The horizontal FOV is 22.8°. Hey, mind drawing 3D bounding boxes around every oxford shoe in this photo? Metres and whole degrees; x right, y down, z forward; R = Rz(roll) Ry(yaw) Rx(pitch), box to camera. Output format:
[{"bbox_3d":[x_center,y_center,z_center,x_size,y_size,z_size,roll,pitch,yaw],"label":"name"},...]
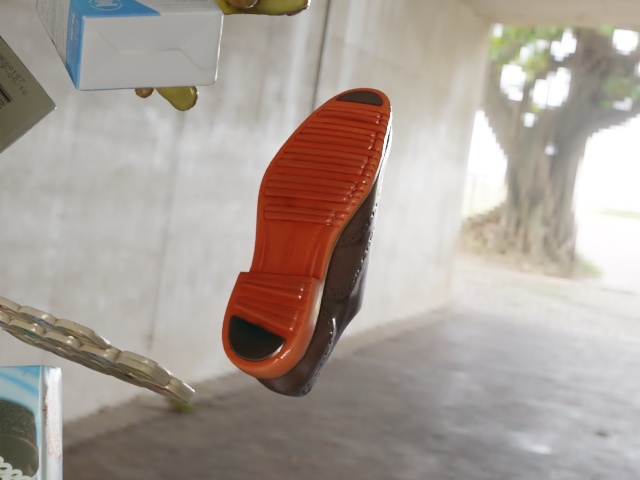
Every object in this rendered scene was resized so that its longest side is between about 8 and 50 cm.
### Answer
[{"bbox_3d":[0.000,0.000,1.324,0.096,0.271,0.098,12,-20,32],"label":"oxford shoe"}]

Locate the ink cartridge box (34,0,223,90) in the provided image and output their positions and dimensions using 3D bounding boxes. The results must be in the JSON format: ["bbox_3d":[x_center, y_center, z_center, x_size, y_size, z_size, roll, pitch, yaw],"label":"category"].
[{"bbox_3d":[-0.150,-0.178,1.175,0.104,0.060,0.180,-5,33,-21],"label":"ink cartridge box"}]

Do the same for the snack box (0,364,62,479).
[{"bbox_3d":[-0.425,0.228,1.635,0.321,0.187,0.060,-4,-8,13],"label":"snack box"}]

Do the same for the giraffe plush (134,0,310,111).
[{"bbox_3d":[-0.136,-0.222,1.559,0.210,0.171,0.181,12,16,-37],"label":"giraffe plush"}]

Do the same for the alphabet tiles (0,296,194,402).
[{"bbox_3d":[-0.304,0.143,2.035,0.284,0.021,0.278,17,-16,26],"label":"alphabet tiles"}]

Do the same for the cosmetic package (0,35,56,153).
[{"bbox_3d":[-0.422,-0.075,1.577,0.309,0.113,0.160,-31,12,40],"label":"cosmetic package"}]
